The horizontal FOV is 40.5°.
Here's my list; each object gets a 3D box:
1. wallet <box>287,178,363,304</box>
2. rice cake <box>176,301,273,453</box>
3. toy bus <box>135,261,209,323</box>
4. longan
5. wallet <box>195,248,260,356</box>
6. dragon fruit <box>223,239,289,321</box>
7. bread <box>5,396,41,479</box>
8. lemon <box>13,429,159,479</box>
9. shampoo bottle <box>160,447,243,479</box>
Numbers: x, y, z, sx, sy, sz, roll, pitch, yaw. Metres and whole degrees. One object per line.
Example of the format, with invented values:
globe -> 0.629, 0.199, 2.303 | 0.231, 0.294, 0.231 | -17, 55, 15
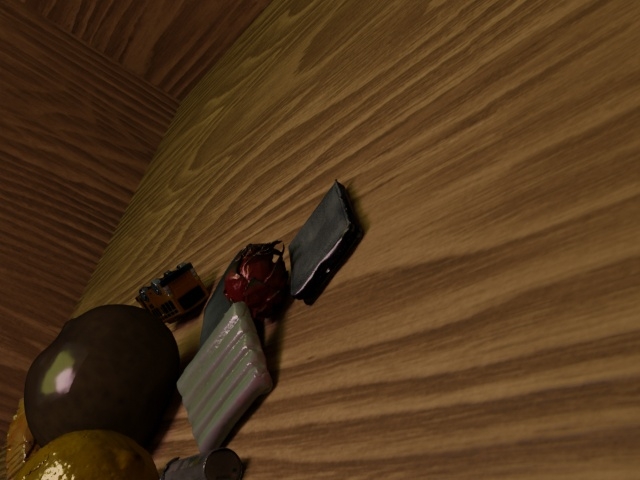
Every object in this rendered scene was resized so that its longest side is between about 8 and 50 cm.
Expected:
wallet -> 0.002, 0.001, 1.482 | 0.167, 0.036, 0.222 | -54, 18, 16
rice cake -> -0.162, 0.233, 1.449 | 0.198, 0.037, 0.189 | -48, 45, 24
toy bus -> -0.351, 0.131, 2.049 | 0.098, 0.114, 0.201 | -36, 4, -32
longan -> -0.447, 0.299, 1.799 | 0.350, 0.288, 0.288 | -58, 17, -21
wallet -> -0.180, 0.175, 1.656 | 0.191, 0.046, 0.379 | -54, 20, 19
dragon fruit -> -0.108, 0.071, 1.530 | 0.130, 0.121, 0.142 | -12, 62, 36
bread -> -0.584, 0.441, 1.880 | 0.133, 0.179, 0.250 | -43, 40, 37
lemon -> -0.413, 0.459, 1.508 | 0.260, 0.260, 0.284 | -91, 22, -57
shampoo bottle -> -0.196, 0.372, 1.370 | 0.214, 0.072, 0.072 | -32, 33, 53
